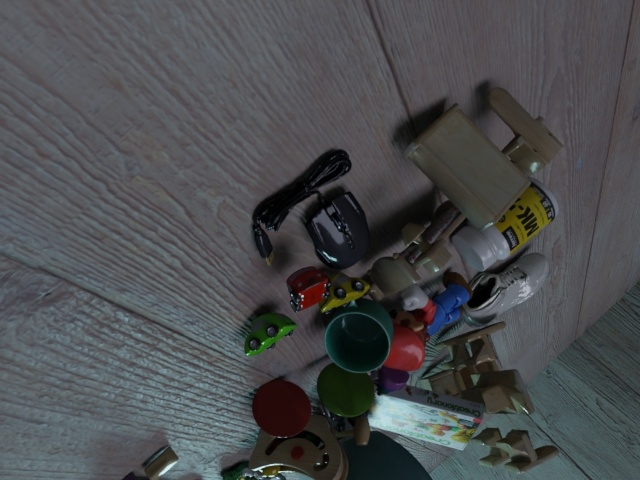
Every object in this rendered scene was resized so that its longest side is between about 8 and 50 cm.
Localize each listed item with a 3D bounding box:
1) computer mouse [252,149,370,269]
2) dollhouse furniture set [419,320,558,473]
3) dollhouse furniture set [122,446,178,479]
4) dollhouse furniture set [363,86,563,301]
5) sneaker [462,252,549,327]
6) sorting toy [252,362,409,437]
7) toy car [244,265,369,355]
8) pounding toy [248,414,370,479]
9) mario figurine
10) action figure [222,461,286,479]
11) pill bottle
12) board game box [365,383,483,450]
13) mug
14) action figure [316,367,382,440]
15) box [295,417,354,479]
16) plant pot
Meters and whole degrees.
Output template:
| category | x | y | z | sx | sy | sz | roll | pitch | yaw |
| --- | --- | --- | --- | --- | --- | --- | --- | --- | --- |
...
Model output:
| category | x | y | z | sx | sy | sz | roll | pitch | yaw |
| --- | --- | --- | --- | --- | --- | --- | --- | --- | --- |
| computer mouse | 0.000 | 0.000 | 0.816 | 0.184 | 0.060 | 0.262 | -36 | 146 | -12 |
| dollhouse furniture set | 0.512 | 0.439 | 1.557 | 0.257 | 0.361 | 0.394 | -16 | 168 | -19 |
| dollhouse furniture set | -0.305 | 0.465 | 1.013 | 0.114 | 0.091 | 0.081 | -42 | 162 | -6 |
| dollhouse furniture set | 0.194 | -0.077 | 0.954 | 0.303 | 0.174 | 0.355 | -42 | 178 | -24 |
| sneaker | 0.512 | 0.120 | 1.438 | 0.293 | 0.108 | 0.169 | -40 | 150 | -2 |
| sorting toy | 0.021 | 0.356 | 1.149 | 0.366 | 0.127 | 0.126 | -10 | 142 | -25 |
| toy car | -0.046 | 0.116 | 0.878 | 0.225 | 0.053 | 0.239 | -37 | 159 | 16 |
| pounding toy | -0.012 | 0.502 | 1.203 | 0.270 | 0.154 | 0.154 | -12 | 141 | 9 |
| mario figurine | 0.206 | 0.166 | 1.199 | 0.321 | 0.170 | 0.197 | -24 | 107 | -43 |
| action figure | -0.173 | 0.598 | 1.310 | 0.137 | 0.063 | 0.232 | -43 | 143 | 6 |
| pill bottle | 0.396 | -0.034 | 1.134 | 0.209 | 0.119 | 0.119 | -38 | 146 | -8 |
| board game box | 0.272 | 0.481 | 1.455 | 0.192 | 0.306 | 0.053 | 96 | 10 | -45 |
| mug | 0.083 | 0.167 | 1.028 | 0.097 | 0.130 | 0.157 | -52 | 164 | -68 |
| action figure | 0.075 | 0.386 | 1.294 | 0.186 | 0.099 | 0.284 | -15 | 135 | -17 |
| box | 0.032 | 0.604 | 1.470 | 0.181 | 0.119 | 0.181 | -21 | 141 | -29 |
| plant pot | 0.119 | 0.582 | 1.272 | 0.291 | 0.195 | 0.290 | -18 | 151 | -10 |
